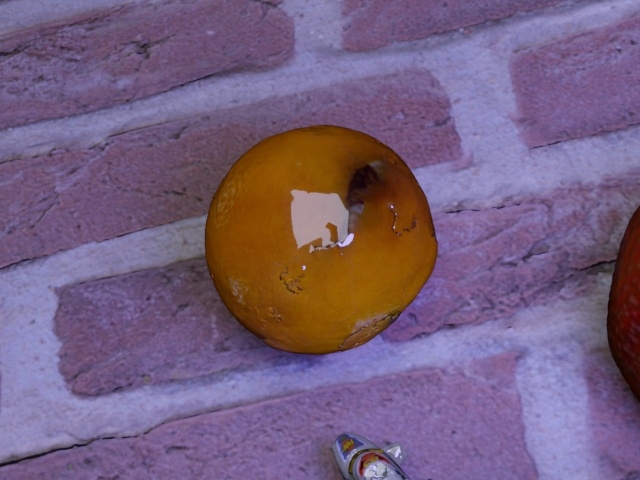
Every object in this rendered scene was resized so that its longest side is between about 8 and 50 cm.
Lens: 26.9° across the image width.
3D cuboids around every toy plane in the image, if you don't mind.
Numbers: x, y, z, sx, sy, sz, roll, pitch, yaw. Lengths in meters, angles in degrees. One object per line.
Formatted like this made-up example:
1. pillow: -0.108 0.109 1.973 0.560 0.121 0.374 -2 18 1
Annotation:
1. toy plane: 0.112 0.297 1.317 0.092 0.108 0.286 -39 75 -11

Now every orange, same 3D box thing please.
1. orange: 0.000 0.000 1.406 0.246 0.246 0.246 -5 62 9

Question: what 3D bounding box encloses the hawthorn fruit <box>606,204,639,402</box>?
1. hawthorn fruit: 0.409 0.045 1.290 0.275 0.275 0.299 -1 54 11
